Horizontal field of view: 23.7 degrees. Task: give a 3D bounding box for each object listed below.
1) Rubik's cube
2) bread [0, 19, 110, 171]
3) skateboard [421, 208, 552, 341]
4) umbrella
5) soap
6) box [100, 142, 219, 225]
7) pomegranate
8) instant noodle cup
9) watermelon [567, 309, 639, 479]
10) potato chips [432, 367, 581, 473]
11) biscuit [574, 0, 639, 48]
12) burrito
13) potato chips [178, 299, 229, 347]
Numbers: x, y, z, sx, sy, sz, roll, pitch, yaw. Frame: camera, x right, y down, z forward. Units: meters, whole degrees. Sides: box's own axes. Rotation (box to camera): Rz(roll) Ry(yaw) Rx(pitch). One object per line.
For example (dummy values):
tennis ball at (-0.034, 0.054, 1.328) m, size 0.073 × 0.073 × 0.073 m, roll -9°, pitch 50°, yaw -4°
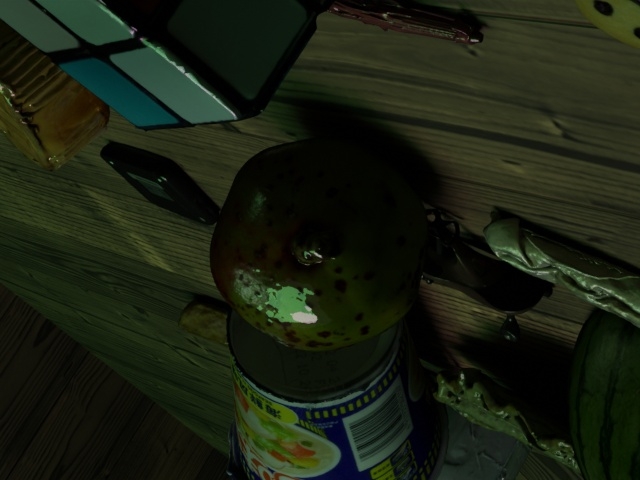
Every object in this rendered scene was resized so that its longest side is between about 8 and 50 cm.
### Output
Rubik's cube at (-0.098, -0.190, 0.970) m, size 0.180 × 0.183 × 0.167 m, roll 37°, pitch 165°, yaw -27°
bread at (-0.294, -0.162, 1.565) m, size 0.132 × 0.114 × 0.190 m, roll 36°, pitch 159°, yaw 23°
skateboard at (0.140, 0.023, 1.419) m, size 0.151 × 0.067 × 0.080 m, roll 29°, pitch 156°, yaw 23°
umbrella at (0.044, -0.162, 1.081) m, size 0.165 × 0.025 × 0.027 m, roll 19°, pitch 141°, yaw 31°
soap at (0.136, 0.254, 1.958) m, size 0.261 × 0.150 × 0.094 m, roll 22°, pitch 166°, yaw 28°
box at (-0.191, -0.065, 1.820) m, size 0.126 × 0.027 × 0.125 m, roll 18°, pitch 160°, yaw 40°
pomegranate at (0.000, -0.013, 1.378) m, size 0.198 × 0.246 × 0.198 m, roll 1°, pitch 127°, yaw 1°
instant noodle cup at (0.006, 0.166, 1.763) m, size 0.284 × 0.284 × 0.312 m, roll 26°, pitch 155°, yaw 20°
watermelon at (0.348, 0.210, 1.375) m, size 0.330 × 0.189 × 0.331 m, roll 25°, pitch 161°, yaw 9°
potato chips at (0.307, 0.265, 1.683) m, size 0.429 × 0.070 × 0.358 m, roll 35°, pitch -179°, yaw -19°
biscuit at (0.203, -0.150, 0.810) m, size 0.153 × 0.030 × 0.234 m, roll 36°, pitch 164°, yaw -9°
burrito at (0.221, 0.029, 1.306) m, size 0.185 × 0.041 × 0.045 m, roll 25°, pitch 165°, yaw 24°
potato chips at (-0.067, 0.159, 2.222) m, size 0.407 × 0.057 × 0.080 m, roll 21°, pitch 174°, yaw 33°
